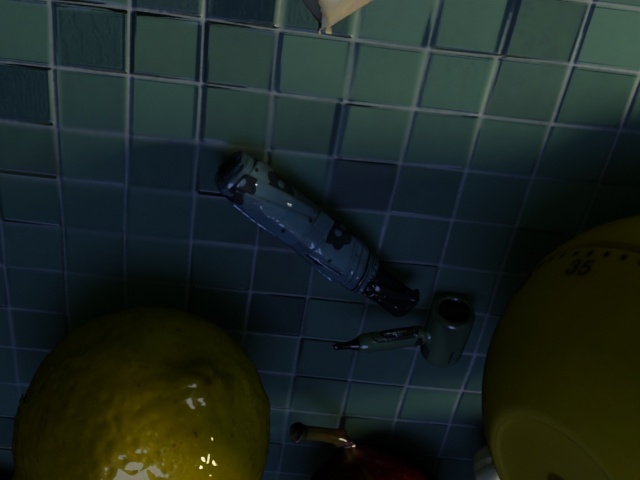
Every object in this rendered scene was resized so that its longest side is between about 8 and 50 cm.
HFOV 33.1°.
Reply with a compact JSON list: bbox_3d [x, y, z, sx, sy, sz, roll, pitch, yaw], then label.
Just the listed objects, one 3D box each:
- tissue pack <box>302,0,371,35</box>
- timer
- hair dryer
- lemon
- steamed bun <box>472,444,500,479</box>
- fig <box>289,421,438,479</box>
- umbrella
[{"bbox_3d":[0.046,-0.294,0.711,0.257,0.123,0.215,-31,123,18],"label":"tissue pack"},{"bbox_3d":[0.345,0.121,0.970,0.387,0.376,0.376,-34,139,-27],"label":"timer"},{"bbox_3d":[0.082,0.102,1.095,0.150,0.047,0.071,-8,136,-18],"label":"hair dryer"},{"bbox_3d":[-0.184,0.202,1.088,0.254,0.253,0.310,27,130,-21],"label":"lemon"},{"bbox_3d":[0.274,0.315,1.247,0.170,0.152,0.238,-14,106,20],"label":"steamed bun"},{"bbox_3d":[0.053,0.305,1.247,0.204,0.186,0.249,-15,90,-10],"label":"fig"},{"bbox_3d":[-0.001,0.000,1.025,0.250,0.052,0.053,38,168,-30],"label":"umbrella"}]
